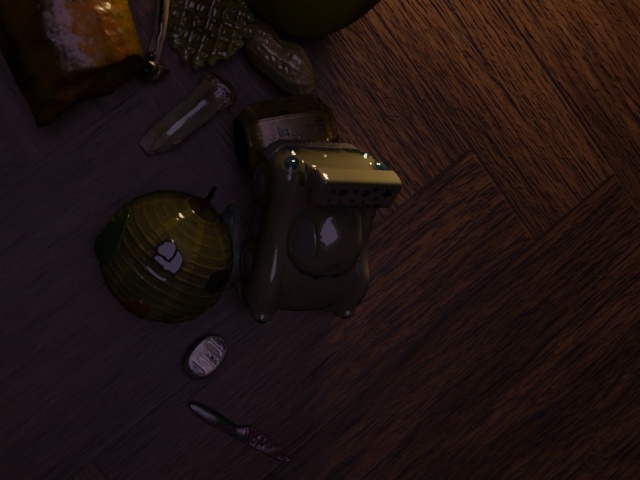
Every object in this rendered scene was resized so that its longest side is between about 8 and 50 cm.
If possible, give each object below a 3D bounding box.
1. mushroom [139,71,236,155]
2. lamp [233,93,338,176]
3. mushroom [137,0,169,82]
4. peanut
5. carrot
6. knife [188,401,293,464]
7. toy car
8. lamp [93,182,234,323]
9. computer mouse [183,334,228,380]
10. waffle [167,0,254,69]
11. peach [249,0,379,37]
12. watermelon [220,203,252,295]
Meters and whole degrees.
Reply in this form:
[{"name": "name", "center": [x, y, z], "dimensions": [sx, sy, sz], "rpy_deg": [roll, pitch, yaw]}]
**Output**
[{"name": "mushroom", "center": [-0.259, -0.241, 1.612], "dimensions": [0.209, 0.071, 0.084], "rpy_deg": [-41, 93, -8]}, {"name": "lamp", "center": [-0.067, -0.199, 1.615], "dimensions": [0.185, 0.161, 0.161], "rpy_deg": [-12, 92, -19]}, {"name": "mushroom", "center": [-0.312, -0.393, 1.599], "dimensions": [0.061, 0.060, 0.187], "rpy_deg": [15, 87, -58]}, {"name": "peanut", "center": [-0.082, -0.358, 1.644], "dimensions": [0.194, 0.093, 0.083], "rpy_deg": [46, 49, -11]}, {"name": "carrot", "center": [-0.457, -0.393, 1.474], "dimensions": [0.241, 0.241, 0.341], "rpy_deg": [-21, 97, -14]}, {"name": "knife", "center": [-0.153, 0.380, 1.654], "dimensions": [0.247, 0.018, 0.035], "rpy_deg": [32, 78, -15]}, {"name": "toy car", "center": [0.000, 0.000, 1.534], "dimensions": [0.242, 0.226, 0.336], "rpy_deg": [0, 113, -29]}, {"name": "lamp", "center": [-0.258, 0.010, 1.502], "dimensions": [0.250, 0.250, 0.284], "rpy_deg": [36, 110, -11]}, {"name": "computer mouse", "center": [-0.225, 0.227, 1.625], "dimensions": [0.066, 0.039, 0.096], "rpy_deg": [45, 71, -10]}, {"name": "waffle", "center": [-0.221, -0.429, 1.609], "dimensions": [0.169, 0.036, 0.184], "rpy_deg": [-30, 84, 9]}, {"name": "peach", "center": [-0.016, -0.526, 1.549], "dimensions": [0.314, 0.315, 0.281], "rpy_deg": [39, 81, -5]}, {"name": "watermelon", "center": [-0.171, 0.019, 1.639], "dimensions": [0.094, 0.081, 0.180], "rpy_deg": [-6, 96, -40]}]
